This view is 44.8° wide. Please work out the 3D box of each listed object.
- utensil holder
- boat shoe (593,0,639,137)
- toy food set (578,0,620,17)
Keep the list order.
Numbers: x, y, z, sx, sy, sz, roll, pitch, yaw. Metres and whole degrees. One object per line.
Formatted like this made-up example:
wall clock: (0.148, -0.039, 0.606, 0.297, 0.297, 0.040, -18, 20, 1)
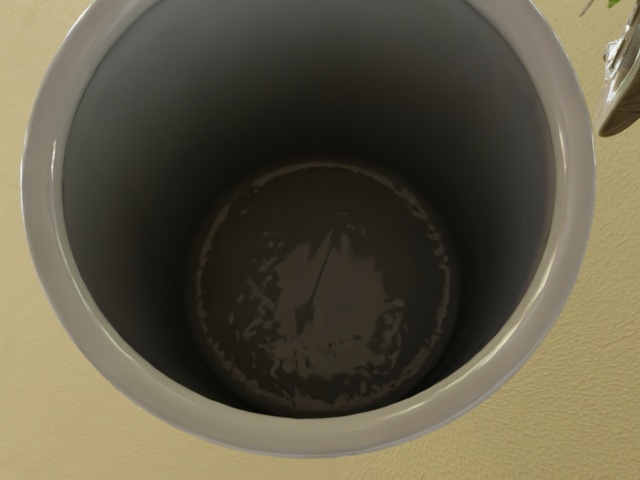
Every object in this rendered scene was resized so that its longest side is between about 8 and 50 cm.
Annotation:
utensil holder: (0.000, 0.000, 0.616, 0.328, 0.385, 0.327, -1, -105, 2)
boat shoe: (0.560, -0.324, 1.383, 0.109, 0.302, 0.098, -12, -133, -28)
toy food set: (0.525, -0.453, 1.300, 0.038, 0.132, 0.192, 43, -96, 6)
